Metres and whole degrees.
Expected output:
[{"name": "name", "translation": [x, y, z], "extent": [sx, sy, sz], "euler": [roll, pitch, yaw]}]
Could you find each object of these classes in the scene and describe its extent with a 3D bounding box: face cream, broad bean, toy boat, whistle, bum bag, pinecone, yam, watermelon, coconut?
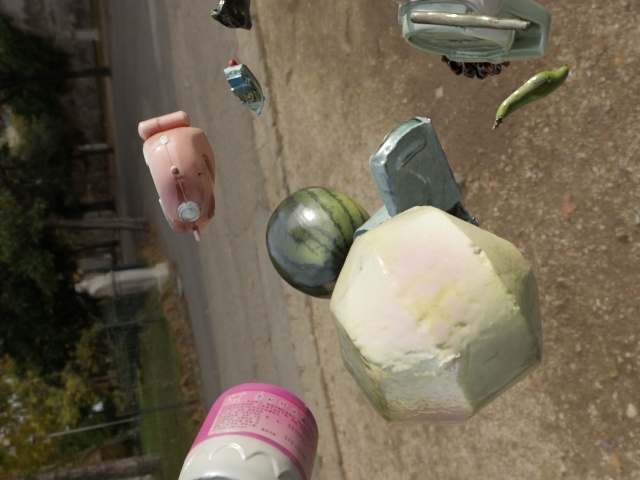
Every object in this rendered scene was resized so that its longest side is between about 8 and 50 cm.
[{"name": "face cream", "translation": [-0.100, 0.323, 0.926], "extent": [0.195, 0.175, 0.175], "euler": [-70, -19, -66]}, {"name": "broad bean", "translation": [0.676, -0.473, 2.171], "extent": [0.075, 0.325, 0.067], "euler": [55, -174, 19]}, {"name": "toy boat", "translation": [-0.192, -0.388, 1.704], "extent": [0.173, 0.069, 0.058], "euler": [55, -153, -57]}, {"name": "whistle", "translation": [0.184, -0.036, 1.236], "extent": [0.188, 0.168, 0.404], "euler": [40, 158, 21]}, {"name": "bum bag", "translation": [-0.172, -0.507, 1.276], "extent": [0.107, 0.060, 0.232], "euler": [31, -129, -61]}, {"name": "pinecone", "translation": [0.468, -0.570, 1.988], "extent": [0.184, 0.179, 0.204], "euler": [-46, 43, 20]}, {"name": "yam", "translation": [0.260, -0.383, 1.163], "extent": [0.234, 0.027, 0.029], "euler": [21, 126, 37]}, {"name": "watermelon", "translation": [0.000, 0.000, 1.712], "extent": [0.359, 0.279, 0.278], "euler": [-130, 36, -58]}, {"name": "coconut", "translation": [0.140, 0.084, 0.775], "extent": [0.259, 0.259, 0.259], "euler": [172, 90, -73]}]

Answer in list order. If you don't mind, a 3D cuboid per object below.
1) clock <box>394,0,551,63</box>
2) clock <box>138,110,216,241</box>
[{"name": "clock", "translation": [0.292, -0.453, 1.376], "extent": [0.265, 0.324, 0.108], "euler": [17, 100, 50]}, {"name": "clock", "translation": [-0.287, -0.129, 1.423], "extent": [0.241, 0.142, 0.227], "euler": [-114, 10, -48]}]
